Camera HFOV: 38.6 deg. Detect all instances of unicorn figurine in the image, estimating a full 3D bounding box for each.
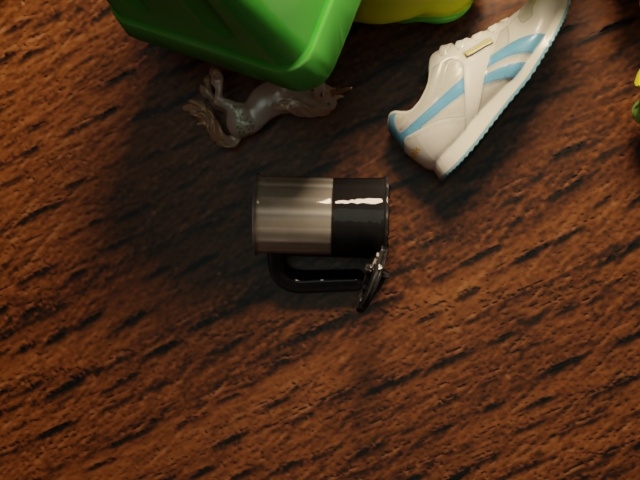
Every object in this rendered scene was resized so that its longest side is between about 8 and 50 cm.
[{"bbox_3d":[-0.053,-0.153,0.946,0.162,0.060,0.111,-36,87,19],"label":"unicorn figurine"}]

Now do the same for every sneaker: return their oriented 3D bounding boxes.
[{"bbox_3d":[0.161,-0.173,0.910,0.092,0.087,0.228,39,90,7],"label":"sneaker"}]

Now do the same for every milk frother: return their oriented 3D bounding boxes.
[{"bbox_3d":[0.000,0.000,0.890,0.135,0.143,0.129,1,96,2],"label":"milk frother"}]

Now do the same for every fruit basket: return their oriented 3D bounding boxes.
[{"bbox_3d":[-0.009,-0.319,0.828,0.283,0.392,0.392,23,91,26],"label":"fruit basket"}]

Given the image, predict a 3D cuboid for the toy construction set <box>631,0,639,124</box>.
[{"bbox_3d":[0.314,-0.233,0.858,0.215,0.151,0.327,-45,101,-14],"label":"toy construction set"}]
